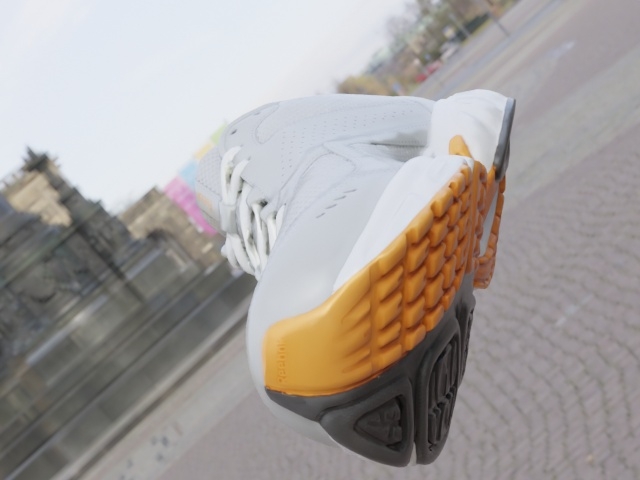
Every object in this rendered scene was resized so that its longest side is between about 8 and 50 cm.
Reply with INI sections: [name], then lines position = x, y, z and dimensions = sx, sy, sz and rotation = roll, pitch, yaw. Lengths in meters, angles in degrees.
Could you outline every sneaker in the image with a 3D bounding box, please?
[sneaker]
position = 0.000, 0.000, 0.431
dimensions = 0.262, 0.121, 0.099
rotation = -47, -36, -71
